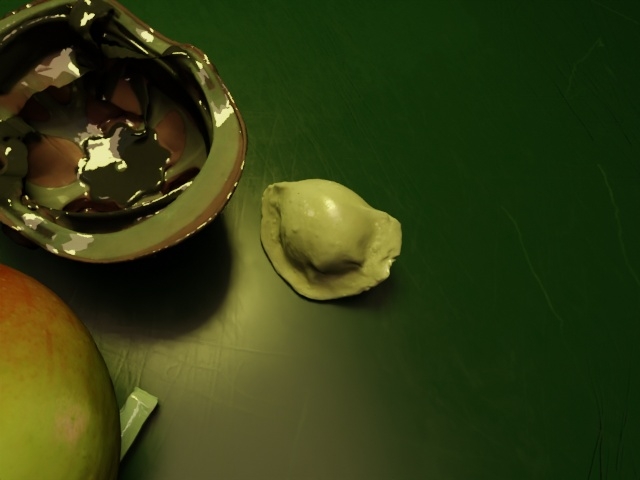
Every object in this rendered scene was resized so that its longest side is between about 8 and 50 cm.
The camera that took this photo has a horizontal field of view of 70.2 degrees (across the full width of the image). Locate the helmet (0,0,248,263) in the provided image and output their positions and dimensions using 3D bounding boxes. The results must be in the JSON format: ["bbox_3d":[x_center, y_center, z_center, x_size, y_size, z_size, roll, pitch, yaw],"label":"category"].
[{"bbox_3d":[-0.241,-0.100,0.529,0.338,0.197,0.271,38,71,4],"label":"helmet"}]

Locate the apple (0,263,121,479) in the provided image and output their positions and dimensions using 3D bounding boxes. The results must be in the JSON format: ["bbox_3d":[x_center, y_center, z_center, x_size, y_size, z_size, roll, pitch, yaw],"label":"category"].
[{"bbox_3d":[-0.320,0.161,0.333,0.319,0.319,0.277,-13,41,-17],"label":"apple"}]

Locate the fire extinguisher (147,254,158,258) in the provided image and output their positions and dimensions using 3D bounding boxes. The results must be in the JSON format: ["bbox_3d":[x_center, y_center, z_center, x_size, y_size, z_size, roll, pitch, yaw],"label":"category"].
[{"bbox_3d":[-0.249,0.011,0.574,0.083,0.022,0.028,-1,28,-11],"label":"fire extinguisher"}]

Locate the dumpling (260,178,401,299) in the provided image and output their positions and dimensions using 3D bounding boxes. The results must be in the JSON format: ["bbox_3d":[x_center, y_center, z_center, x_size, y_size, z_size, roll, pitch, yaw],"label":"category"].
[{"bbox_3d":[-0.001,0.000,0.592,0.111,0.181,0.155,12,93,-45],"label":"dumpling"}]

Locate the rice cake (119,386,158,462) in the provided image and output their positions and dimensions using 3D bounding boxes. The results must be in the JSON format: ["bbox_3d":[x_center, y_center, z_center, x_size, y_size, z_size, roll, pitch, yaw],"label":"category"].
[{"bbox_3d":[-0.233,0.238,0.465,0.042,0.030,0.180,30,63,-3],"label":"rice cake"}]
